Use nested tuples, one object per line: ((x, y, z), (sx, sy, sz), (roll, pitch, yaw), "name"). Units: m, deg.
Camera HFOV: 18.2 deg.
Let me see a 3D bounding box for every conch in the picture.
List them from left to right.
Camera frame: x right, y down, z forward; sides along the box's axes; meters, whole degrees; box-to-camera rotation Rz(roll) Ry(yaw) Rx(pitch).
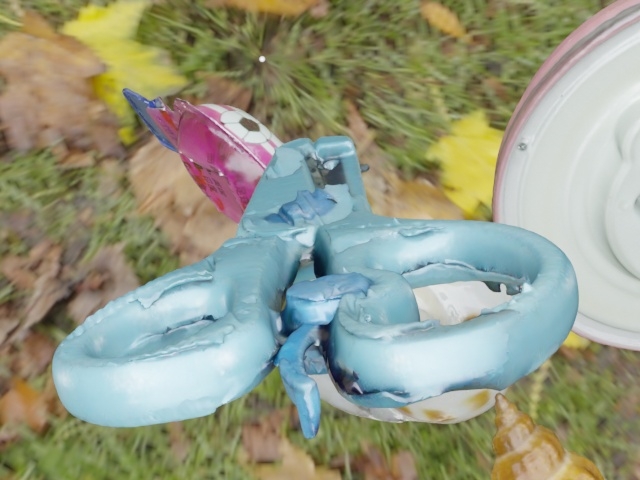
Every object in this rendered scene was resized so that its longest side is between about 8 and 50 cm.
((0.081, 0.069, 1.639), (0.183, 0.275, 0.149), (-9, 55, 24), "conch")
((0.194, 0.243, 1.344), (0.109, 0.093, 0.330), (-33, 106, -20), "conch")

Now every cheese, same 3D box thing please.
((-0.084, -0.071, 1.651), (0.062, 0.244, 0.155), (-45, 129, -13), "cheese")

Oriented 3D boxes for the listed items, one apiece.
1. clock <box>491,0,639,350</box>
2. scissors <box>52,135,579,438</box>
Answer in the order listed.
((0.211, -0.036, 1.075), (0.244, 0.056, 0.244), (-4, 127, -6), "clock")
((0.000, -0.001, 0.791), (0.180, 0.393, 0.032), (-8, 103, 3), "scissors")
